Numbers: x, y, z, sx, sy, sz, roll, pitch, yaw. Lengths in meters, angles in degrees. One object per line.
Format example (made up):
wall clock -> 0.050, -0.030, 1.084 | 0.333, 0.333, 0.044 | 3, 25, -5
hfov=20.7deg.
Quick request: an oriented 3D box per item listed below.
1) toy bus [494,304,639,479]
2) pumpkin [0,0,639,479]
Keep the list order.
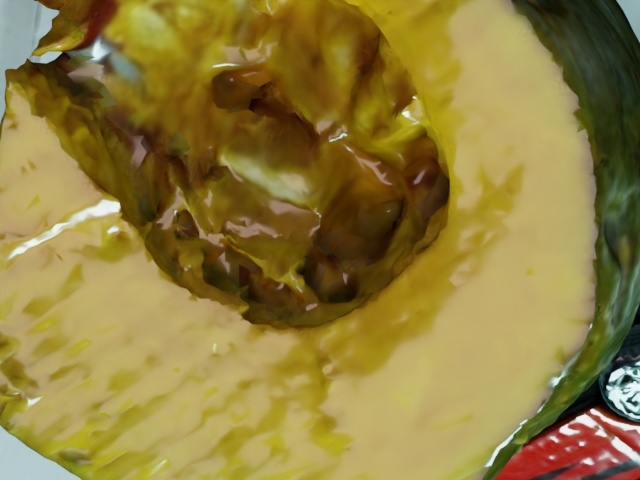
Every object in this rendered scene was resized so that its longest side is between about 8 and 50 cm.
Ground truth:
toy bus -> 0.082, 0.061, 0.577 | 0.195, 0.081, 0.089 | -34, 118, 32
pumpkin -> -0.035, -0.059, 0.470 | 0.190, 0.139, 0.280 | -34, 98, 25
